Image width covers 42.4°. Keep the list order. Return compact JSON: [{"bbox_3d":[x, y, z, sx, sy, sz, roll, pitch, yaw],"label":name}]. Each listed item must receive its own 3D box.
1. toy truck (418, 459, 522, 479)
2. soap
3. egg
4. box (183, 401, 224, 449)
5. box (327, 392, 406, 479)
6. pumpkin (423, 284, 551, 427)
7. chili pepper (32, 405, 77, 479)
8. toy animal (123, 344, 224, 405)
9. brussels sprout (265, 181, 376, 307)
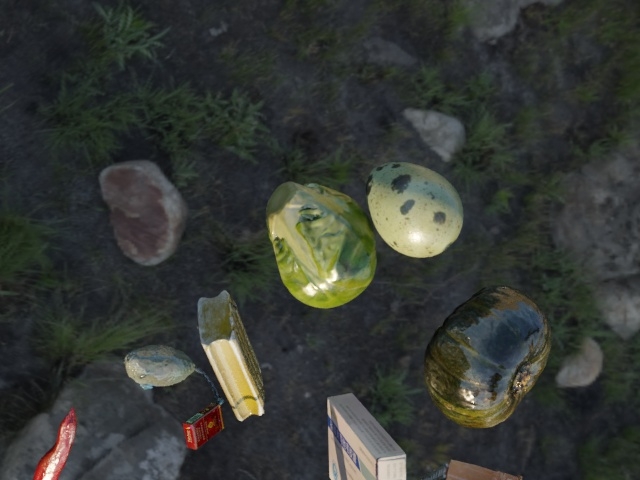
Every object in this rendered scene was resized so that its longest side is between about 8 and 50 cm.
[{"bbox_3d":[0.308,0.619,1.890,0.206,0.387,0.173,19,64,0],"label":"toy truck"},{"bbox_3d":[-0.204,0.271,1.930,0.089,0.173,0.274,-17,129,0],"label":"soap"},{"bbox_3d":[0.186,-0.070,1.686,0.177,0.177,0.228,-31,69,-34],"label":"egg"},{"bbox_3d":[-0.213,0.338,1.509,0.082,0.023,0.052,-31,120,-51],"label":"box"},{"bbox_3d":[0.091,0.473,1.728,0.065,0.343,0.200,-4,101,-15],"label":"box"},{"bbox_3d":[0.250,0.173,1.249,0.223,0.157,0.224,-32,141,-30],"label":"pumpkin"},{"bbox_3d":[-0.520,0.434,1.612,0.059,0.050,0.268,-4,130,-56],"label":"chili pepper"},{"bbox_3d":[-0.253,0.237,1.471,0.079,0.070,0.253,-38,141,14],"label":"toy animal"},{"bbox_3d":[0.000,0.000,1.725,0.271,0.219,0.210,48,19,-18],"label":"brussels sprout"}]
